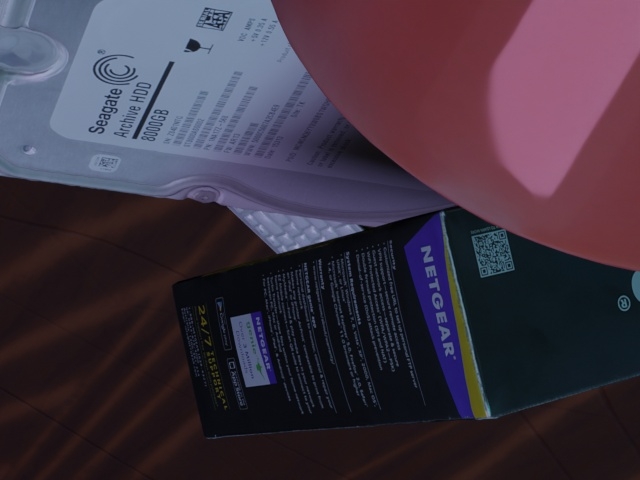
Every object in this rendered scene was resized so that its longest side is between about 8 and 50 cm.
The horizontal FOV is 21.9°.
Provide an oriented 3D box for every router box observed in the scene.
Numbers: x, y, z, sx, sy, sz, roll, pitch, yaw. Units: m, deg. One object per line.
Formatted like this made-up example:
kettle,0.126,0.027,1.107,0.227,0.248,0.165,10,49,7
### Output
router box,0.122,0.015,0.755,0.243,0.308,0.081,-16,87,60

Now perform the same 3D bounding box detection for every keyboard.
keyboard,0.000,0.000,1.077,0.072,0.014,0.256,-17,128,44

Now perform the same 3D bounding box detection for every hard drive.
hard drive,-0.015,-0.094,0.805,0.338,0.064,0.237,9,149,-19

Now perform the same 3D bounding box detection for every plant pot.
plant pot,0.142,-0.164,0.584,0.275,0.275,0.243,25,135,0
